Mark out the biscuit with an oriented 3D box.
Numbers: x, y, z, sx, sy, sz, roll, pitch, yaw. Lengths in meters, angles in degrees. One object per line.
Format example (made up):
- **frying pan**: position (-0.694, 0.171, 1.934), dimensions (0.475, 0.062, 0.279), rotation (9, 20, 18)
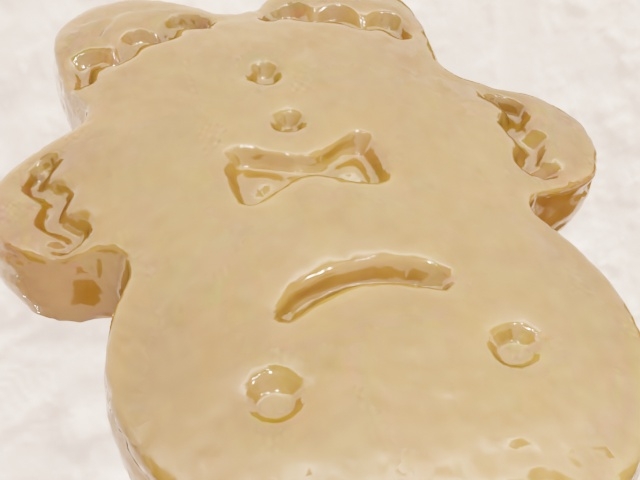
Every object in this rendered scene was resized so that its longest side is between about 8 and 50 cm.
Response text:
- **biscuit**: position (0.000, -0.002, 0.573), dimensions (0.275, 0.355, 0.052), rotation (-7, 135, -13)
